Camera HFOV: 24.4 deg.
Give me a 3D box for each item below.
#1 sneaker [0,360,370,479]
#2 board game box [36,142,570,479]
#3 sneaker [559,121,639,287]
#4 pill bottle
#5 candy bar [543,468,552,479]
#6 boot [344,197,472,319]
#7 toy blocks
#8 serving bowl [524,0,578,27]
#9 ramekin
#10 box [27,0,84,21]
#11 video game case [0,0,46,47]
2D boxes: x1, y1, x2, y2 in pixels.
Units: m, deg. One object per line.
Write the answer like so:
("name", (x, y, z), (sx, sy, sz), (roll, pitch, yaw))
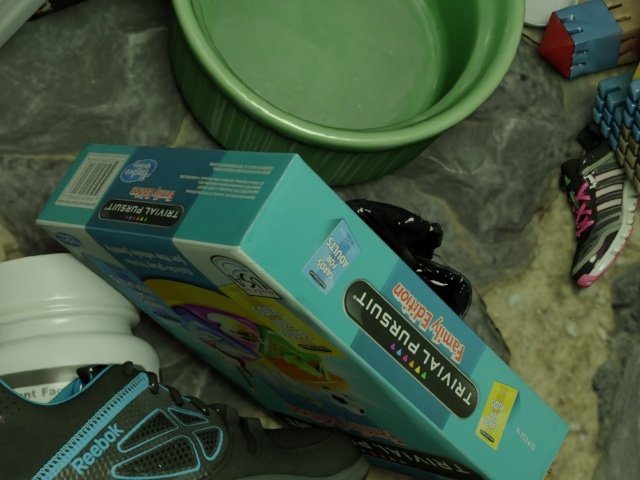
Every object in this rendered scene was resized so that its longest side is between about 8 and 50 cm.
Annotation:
("sneaker", (-0.107, 0.146, 1.036), (0.340, 0.125, 0.140), (1, 69, -41))
("board game box", (-0.012, 0.062, 1.086), (0.336, 0.253, 0.079), (44, 68, -33))
("sneaker", (0.246, -0.038, 1.342), (0.074, 0.063, 0.170), (24, 67, -4))
("pill bottle", (-0.197, 0.163, 1.146), (0.161, 0.161, 0.283), (-5, 76, -13))
("candy bar", (0.162, 0.260, 1.267), (0.040, 0.018, 0.161), (21, 73, -5))
("boot", (0.000, 0.000, 1.205), (0.246, 0.207, 0.094), (41, 69, 1))
("toy blocks", (0.364, -0.134, 1.301), (0.260, 0.191, 0.381), (-17, 55, -11))
("serving bowl", (0.203, -0.238, 1.404), (0.083, 0.027, 0.083), (3, 75, -10))
("ramekin", (0.010, -0.194, 1.280), (0.303, 0.148, 0.303), (4, 70, -12))
("box", (-0.160, -0.354, 1.233), (0.073, 0.293, 0.296), (24, 67, -39))
("video game case", (-0.291, -0.267, 1.222), (0.026, 0.227, 0.206), (-15, 77, -46))
